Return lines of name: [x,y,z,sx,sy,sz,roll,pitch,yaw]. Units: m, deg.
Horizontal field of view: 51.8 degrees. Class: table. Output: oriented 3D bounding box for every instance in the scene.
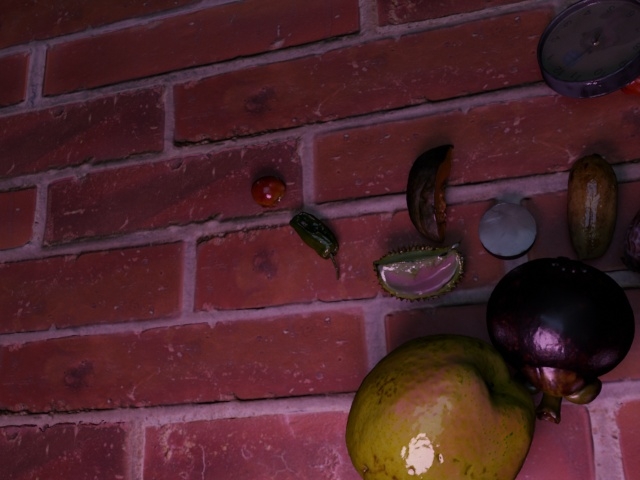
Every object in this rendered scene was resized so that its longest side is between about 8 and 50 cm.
table: [0.447,-0.021,1.578,0.134,0.043,0.133,-5,73,16]

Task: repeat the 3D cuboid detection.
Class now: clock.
clock: [0.660,-0.471,1.586,0.281,0.055,0.280,-18,55,28]

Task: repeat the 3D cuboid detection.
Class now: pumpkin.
pumpkin: [0.253,-0.138,1.609,0.111,0.163,0.278,4,75,18]

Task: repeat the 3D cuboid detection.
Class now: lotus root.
lotus root: [0.625,-0.081,1.512,0.110,0.097,0.258,1,78,15]

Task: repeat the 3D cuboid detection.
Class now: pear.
pear: [0.246,0.370,1.349,0.392,0.391,0.390,-5,73,16]

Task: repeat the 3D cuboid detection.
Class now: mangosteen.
mangosteen: [0.504,0.187,1.387,0.297,0.313,0.297,-19,27,10]

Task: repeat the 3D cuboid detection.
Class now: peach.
peach: [-0.147,-0.139,1.793,0.098,0.061,0.098,-3,81,18]

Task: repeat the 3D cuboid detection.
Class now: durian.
durian: [0.245,0.070,1.592,0.221,0.095,0.137,-12,107,12]

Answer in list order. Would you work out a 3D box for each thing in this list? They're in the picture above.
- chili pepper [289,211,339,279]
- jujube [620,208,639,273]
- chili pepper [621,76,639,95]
chili pepper: [0.002,-0.001,1.704,0.072,0.073,0.204,-39,68,-11]
jujube: [0.793,-0.040,1.389,0.317,0.226,0.226,-46,67,6]
chili pepper: [0.753,-0.389,1.566,0.192,0.084,0.086,3,59,14]
